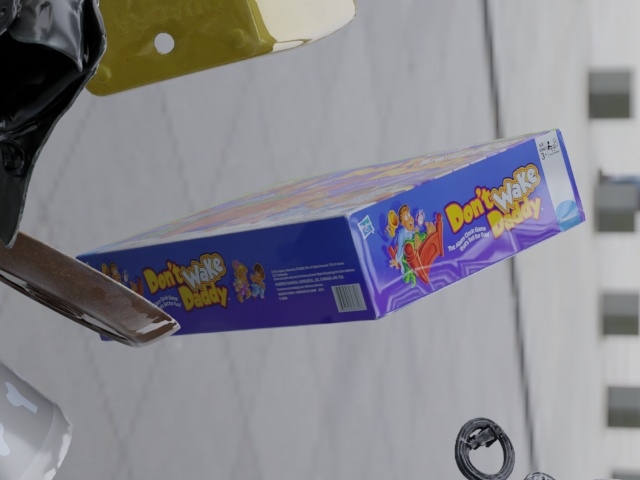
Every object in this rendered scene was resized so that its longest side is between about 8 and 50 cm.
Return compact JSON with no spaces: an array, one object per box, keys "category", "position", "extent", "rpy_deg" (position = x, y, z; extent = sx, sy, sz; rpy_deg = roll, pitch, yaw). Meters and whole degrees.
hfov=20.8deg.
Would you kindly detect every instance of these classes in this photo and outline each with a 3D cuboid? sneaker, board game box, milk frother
[{"category":"sneaker","position":[-0.095,-0.089,0.600],"extent":[0.170,0.051,0.089],"rpy_deg":[-56,-140,22]},{"category":"board game box","position":[0.000,0.000,1.380],"extent":[0.233,0.347,0.078],"rpy_deg":[-22,99,-40]},{"category":"milk frother","position":[0.152,0.259,1.671],"extent":[0.129,0.135,0.143],"rpy_deg":[9,53,-50]}]

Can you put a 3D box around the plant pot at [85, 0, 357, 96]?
[{"category":"plant pot","position":[-0.113,-0.220,1.343],"extent":[0.187,0.212,0.212],"rpy_deg":[-66,140,-66]}]

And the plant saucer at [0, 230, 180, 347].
[{"category":"plant saucer","position":[-0.176,0.031,1.181],"extent":[0.029,0.168,0.168],"rpy_deg":[-61,160,-10]}]

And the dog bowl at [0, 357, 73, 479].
[{"category":"dog bowl","position":[-0.332,0.181,1.129],"extent":[0.102,0.349,0.349],"rpy_deg":[56,24,-14]}]

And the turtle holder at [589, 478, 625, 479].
[{"category":"turtle holder","position":[0.243,0.336,1.399],"extent":[0.320,0.243,0.227],"rpy_deg":[52,48,-48]}]
